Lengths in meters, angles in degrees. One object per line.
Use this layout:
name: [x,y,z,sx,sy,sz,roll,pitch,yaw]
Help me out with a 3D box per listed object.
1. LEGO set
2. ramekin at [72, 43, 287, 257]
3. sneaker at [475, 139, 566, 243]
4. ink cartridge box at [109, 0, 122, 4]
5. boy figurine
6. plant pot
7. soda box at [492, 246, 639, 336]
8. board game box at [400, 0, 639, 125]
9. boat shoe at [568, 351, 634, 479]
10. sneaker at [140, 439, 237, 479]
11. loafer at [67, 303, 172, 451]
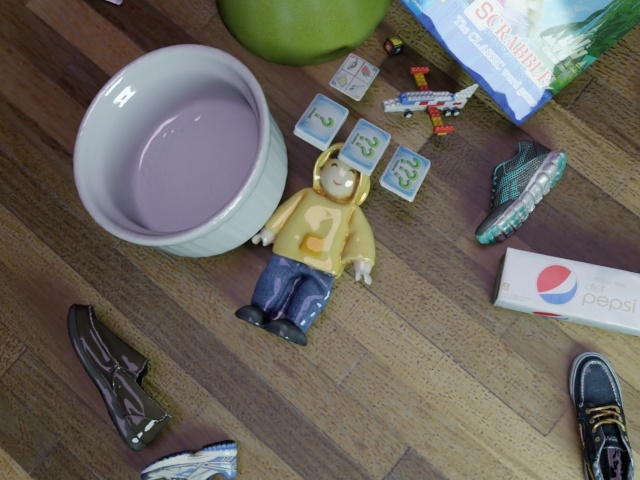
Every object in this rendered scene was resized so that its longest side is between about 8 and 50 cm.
LEGO set: [0.098,-0.190,1.118,0.182,0.060,0.244,31,55,1]
ramekin: [-0.178,-0.110,1.113,0.277,0.135,0.277,-5,72,16]
sneaker: [0.259,-0.068,1.124,0.076,0.065,0.166,38,82,28]
ink cartridge box: [-0.388,-0.476,1.282,0.224,0.056,0.181,20,81,-9]
boy figurine: [0.000,0.000,1.116,0.177,0.092,0.285,26,85,20]
plant pot: [-0.040,-0.418,1.096,0.274,0.293,0.275,-1,79,6]
soda box: [0.339,0.069,1.076,0.216,0.069,0.074,12,81,9]
board game box: [0.267,-0.360,1.031,0.318,0.066,0.318,39,111,-22]
boat shoe: [0.359,0.230,1.035,0.065,0.083,0.184,-6,79,5]
sneaker: [-0.174,0.309,1.099,0.135,0.052,0.058,-14,82,4]
loafer: [-0.272,0.176,1.128,0.078,0.080,0.220,-29,83,-10]
